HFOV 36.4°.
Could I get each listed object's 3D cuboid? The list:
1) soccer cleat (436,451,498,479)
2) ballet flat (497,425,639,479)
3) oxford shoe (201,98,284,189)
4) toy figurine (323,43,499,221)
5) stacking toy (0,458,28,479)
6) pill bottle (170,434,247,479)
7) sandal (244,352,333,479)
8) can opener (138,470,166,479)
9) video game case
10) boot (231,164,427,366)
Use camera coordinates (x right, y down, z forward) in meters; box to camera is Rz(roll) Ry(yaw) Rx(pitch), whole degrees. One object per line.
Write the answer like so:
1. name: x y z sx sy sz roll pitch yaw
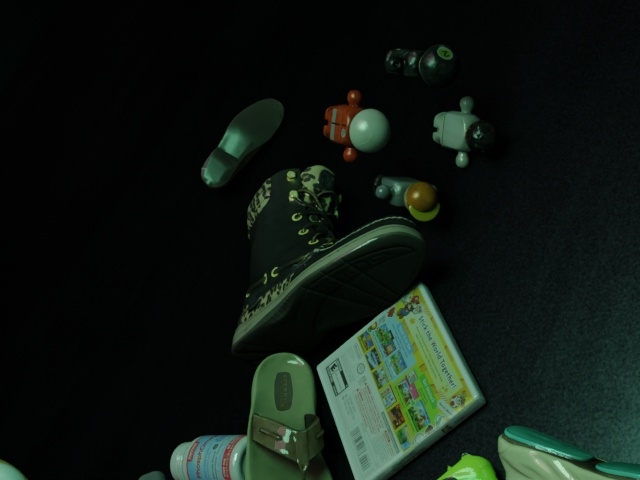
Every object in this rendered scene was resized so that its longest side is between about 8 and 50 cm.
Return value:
1. soccer cleat: 0.138 0.327 1.160 0.179 0.060 0.072 -42 40 12
2. ballet flat: 0.293 0.264 1.039 0.248 0.086 0.086 8 69 51
3. oxford shoe: -0.150 -0.184 1.853 0.212 0.076 0.076 -48 -3 -8
4. toy figurine: 0.136 -0.158 1.395 0.213 0.209 0.148 -43 25 -10
5. stacking toy: -0.525 0.425 1.454 0.480 0.351 0.350 -43 34 48
6. pill bottle: -0.146 0.330 1.435 0.160 0.087 0.087 -11 55 42
7. sandal: -0.048 0.264 1.341 0.302 0.120 0.086 -102 16 -45
8. can opener: -0.196 0.451 1.429 0.095 0.076 0.283 -20 39 -8
9. video game case: 0.101 0.195 1.326 0.206 0.026 0.227 -42 38 16
10. boot: 0.000 0.000 1.481 0.377 0.138 0.284 -41 37 38
